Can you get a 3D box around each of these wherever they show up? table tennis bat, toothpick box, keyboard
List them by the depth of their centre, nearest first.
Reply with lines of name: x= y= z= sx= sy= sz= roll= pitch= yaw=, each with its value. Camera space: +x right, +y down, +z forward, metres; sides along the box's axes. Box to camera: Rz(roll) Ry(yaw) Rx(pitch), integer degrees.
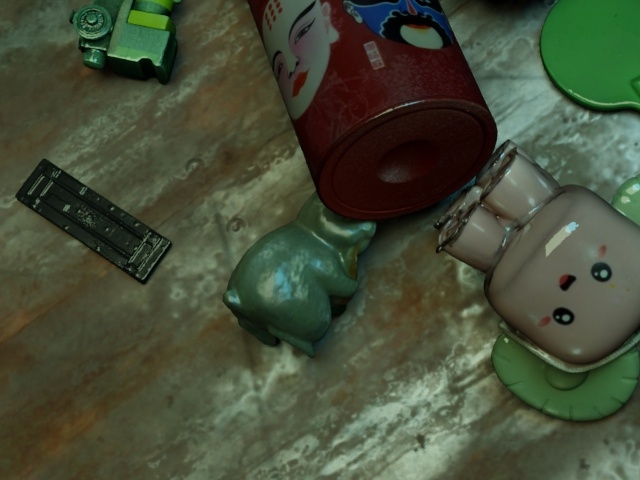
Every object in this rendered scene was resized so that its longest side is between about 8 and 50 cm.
toothpick box: x=0.042 y=-0.213 z=1.580 sx=0.204 sy=0.204 sz=0.333 roll=-24 pitch=59 yaw=4
table tennis bat: x=0.353 y=-0.190 z=1.629 sx=0.160 sy=0.039 sz=0.257 roll=-31 pitch=65 yaw=1
keyboard: x=-0.272 y=-0.025 z=1.723 sx=0.204 sy=0.013 sz=0.061 roll=32 pitch=82 yaw=19

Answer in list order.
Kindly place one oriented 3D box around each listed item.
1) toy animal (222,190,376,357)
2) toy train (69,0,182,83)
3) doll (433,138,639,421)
toy animal: x=0.000 y=-0.001 z=1.602 sx=0.125 sy=0.127 sz=0.251 roll=25 pitch=77 yaw=21
toy train: x=-0.225 y=-0.295 z=1.763 sx=0.132 sy=0.083 sz=0.200 roll=12 pitch=76 yaw=4
doll: x=0.266 y=0.029 z=1.522 sx=0.268 sy=0.216 sz=0.284 roll=39 pitch=102 yaw=-5
